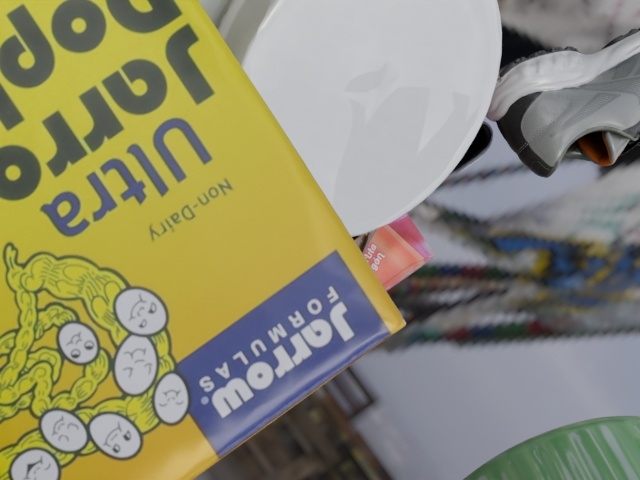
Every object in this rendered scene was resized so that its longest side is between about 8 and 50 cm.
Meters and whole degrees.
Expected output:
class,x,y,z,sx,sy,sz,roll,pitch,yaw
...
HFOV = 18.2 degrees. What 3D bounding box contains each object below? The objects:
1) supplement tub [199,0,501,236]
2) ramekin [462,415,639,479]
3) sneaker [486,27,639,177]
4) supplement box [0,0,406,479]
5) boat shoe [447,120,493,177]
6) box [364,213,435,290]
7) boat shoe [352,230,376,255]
class,x,y,z,sx,sy,sz,roll,pitch,yaw
supplement tub,-0.059,-0.152,1.243,0.316,0.228,0.228,36,-13,45
ramekin,0.225,0.284,1.686,0.303,0.303,0.148,54,10,-52
sneaker,0.267,-0.124,1.770,0.108,0.272,0.100,64,-29,14
supplement box,-0.154,-0.057,0.918,0.356,0.194,0.195,56,-11,-10
boat shoe,0.094,-0.086,1.890,0.206,0.065,0.075,-20,99,-54
box,-0.045,0.011,1.674,0.154,0.142,0.300,56,-19,-1
boat shoe,0.001,0.000,1.329,0.064,0.178,0.060,32,3,19
